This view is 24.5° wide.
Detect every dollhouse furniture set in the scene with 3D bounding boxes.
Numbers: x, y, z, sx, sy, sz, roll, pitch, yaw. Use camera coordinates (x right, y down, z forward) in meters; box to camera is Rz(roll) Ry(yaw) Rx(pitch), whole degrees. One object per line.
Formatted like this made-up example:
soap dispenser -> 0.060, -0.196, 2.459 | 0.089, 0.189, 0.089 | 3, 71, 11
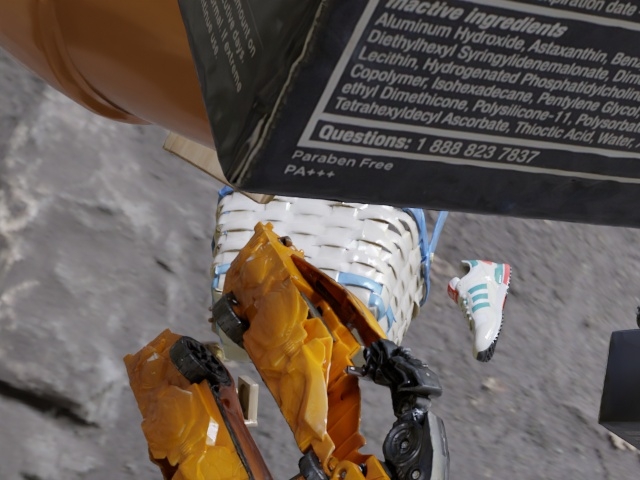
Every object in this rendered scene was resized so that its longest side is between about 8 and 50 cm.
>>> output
dollhouse furniture set -> -0.164, 0.165, 2.010 | 0.144, 0.123, 0.151 | -157, 68, -66

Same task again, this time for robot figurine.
robot figurine -> -0.020, 0.122, 0.904 | 0.211, 0.085, 0.291 | -45, 39, 10

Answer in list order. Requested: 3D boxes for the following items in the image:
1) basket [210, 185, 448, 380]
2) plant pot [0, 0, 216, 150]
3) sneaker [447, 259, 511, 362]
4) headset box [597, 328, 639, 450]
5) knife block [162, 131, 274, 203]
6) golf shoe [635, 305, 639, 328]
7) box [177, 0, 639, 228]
basket -> 0.000, 0.000, 1.588 | 0.255, 0.201, 0.289 | 7, 52, 13
plant pot -> -0.013, -0.157, 0.781 | 0.203, 0.291, 0.291 | 40, 94, 27
sneaker -> 0.191, 0.085, 1.835 | 0.075, 0.057, 0.161 | 14, 46, 5
headset box -> 0.520, 0.209, 1.847 | 0.246, 0.283, 0.131 | -8, 60, 42
knife block -> 0.004, -0.193, 1.067 | 0.088, 0.242, 0.275 | 30, 54, 12
golf shoe -> 0.457, 0.057, 1.679 | 0.198, 0.094, 0.077 | -41, 37, 31
box -> 0.136, -0.163, 0.466 | 0.294, 0.296, 0.182 | -59, 36, 42
